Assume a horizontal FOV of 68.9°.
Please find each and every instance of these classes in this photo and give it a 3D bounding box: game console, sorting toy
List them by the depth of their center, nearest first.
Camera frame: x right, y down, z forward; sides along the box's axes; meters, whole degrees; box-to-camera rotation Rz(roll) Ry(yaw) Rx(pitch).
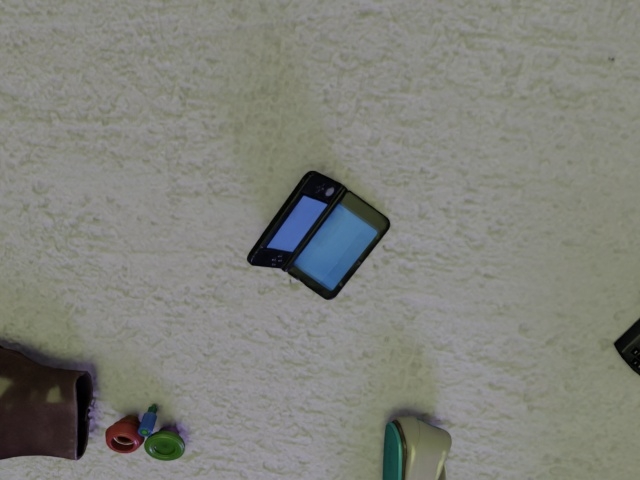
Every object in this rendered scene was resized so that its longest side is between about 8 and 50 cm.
[{"bbox_3d":[0.000,0.000,0.510,0.071,0.107,0.122,43,104,26],"label":"game console"},{"bbox_3d":[-0.222,0.245,0.602,0.102,0.042,0.061,12,118,-8],"label":"sorting toy"}]

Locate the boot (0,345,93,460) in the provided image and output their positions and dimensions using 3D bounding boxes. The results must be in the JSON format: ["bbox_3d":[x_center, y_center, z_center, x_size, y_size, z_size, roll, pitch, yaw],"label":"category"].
[{"bbox_3d":[-0.407,0.259,0.595,0.207,0.090,0.248,12,99,6],"label":"boot"}]

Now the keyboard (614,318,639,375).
[{"bbox_3d":[0.401,0.069,0.493,0.100,0.038,0.192,38,102,-2],"label":"keyboard"}]

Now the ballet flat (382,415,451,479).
[{"bbox_3d":[0.108,0.331,0.562,0.086,0.086,0.248,9,101,5],"label":"ballet flat"}]
